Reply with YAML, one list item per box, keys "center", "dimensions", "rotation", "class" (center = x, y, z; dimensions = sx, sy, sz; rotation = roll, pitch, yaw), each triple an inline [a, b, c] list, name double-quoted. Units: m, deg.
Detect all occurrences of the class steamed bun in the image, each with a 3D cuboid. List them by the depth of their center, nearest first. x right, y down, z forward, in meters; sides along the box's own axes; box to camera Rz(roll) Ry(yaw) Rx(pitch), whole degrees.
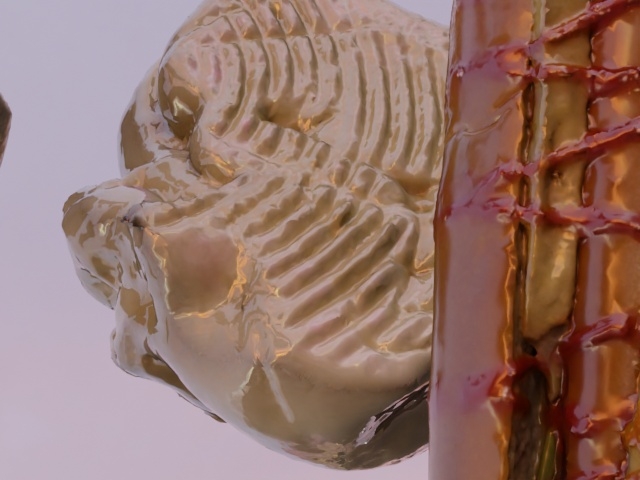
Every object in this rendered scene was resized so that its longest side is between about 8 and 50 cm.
- center: [0.000, 0.000, 0.811]
  dimensions: [0.206, 0.275, 0.320]
  rotation: [99, -174, -52]
  class: "steamed bun"

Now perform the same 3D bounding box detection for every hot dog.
- center: [0.081, 0.016, 0.391]
  dimensions: [0.076, 0.104, 0.250]
  rotation: [56, -142, -76]
  class: "hot dog"

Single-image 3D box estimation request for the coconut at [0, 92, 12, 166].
- center: [-0.351, -0.107, 0.872]
  dimensions: [0.297, 0.309, 0.297]
  rotation: [-22, -37, -18]
  class: "coconut"
